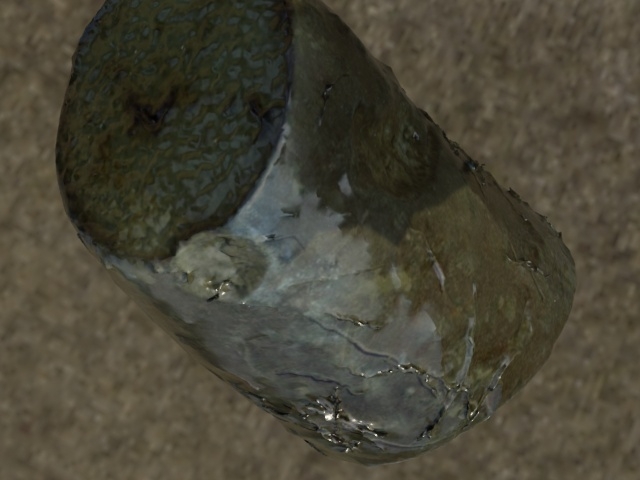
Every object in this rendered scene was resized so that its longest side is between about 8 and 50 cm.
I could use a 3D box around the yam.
[{"bbox_3d":[0.000,0.000,0.781,0.154,0.154,0.254,-2,152,34],"label":"yam"}]
